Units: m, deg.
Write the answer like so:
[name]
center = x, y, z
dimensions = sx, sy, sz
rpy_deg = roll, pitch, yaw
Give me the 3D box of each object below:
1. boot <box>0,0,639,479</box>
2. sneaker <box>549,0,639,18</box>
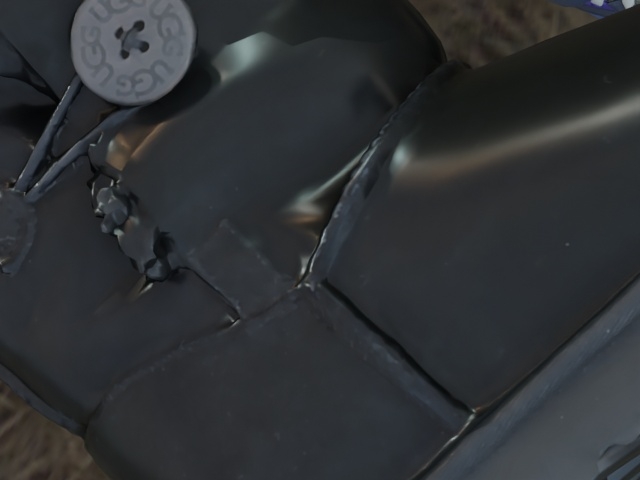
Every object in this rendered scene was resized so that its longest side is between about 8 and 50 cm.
[boot]
center = -0.016, -0.114, 0.635
dimensions = 0.367, 0.146, 0.445
rpy_deg = -42, 70, -7
[sneaker]
center = 0.277, -0.230, 1.666
dimensions = 0.323, 0.236, 0.130
rpy_deg = 37, 112, 36
